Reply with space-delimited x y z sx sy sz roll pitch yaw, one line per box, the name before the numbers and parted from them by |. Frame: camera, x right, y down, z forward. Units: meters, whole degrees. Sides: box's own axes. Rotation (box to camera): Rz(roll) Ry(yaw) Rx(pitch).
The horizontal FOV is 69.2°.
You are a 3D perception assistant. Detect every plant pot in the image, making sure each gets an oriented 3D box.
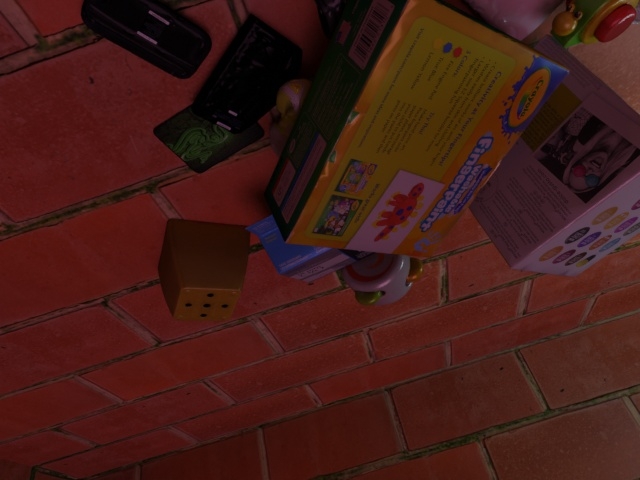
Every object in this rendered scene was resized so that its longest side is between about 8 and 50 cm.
plant pot | -0.297 0.092 1.199 0.212 0.187 0.212 5 137 -24

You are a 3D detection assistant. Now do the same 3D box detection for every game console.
game console | -0.218 -0.338 0.822 0.361 0.044 0.213 22 125 -37

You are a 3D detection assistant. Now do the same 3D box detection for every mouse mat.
mouse mat | -0.232 -0.227 0.980 0.190 0.007 0.152 -26 140 15

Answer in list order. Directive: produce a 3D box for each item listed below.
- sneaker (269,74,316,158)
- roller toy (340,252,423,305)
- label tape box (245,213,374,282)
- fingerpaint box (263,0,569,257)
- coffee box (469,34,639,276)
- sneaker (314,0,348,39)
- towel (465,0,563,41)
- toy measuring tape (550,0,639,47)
sneaker | -0.030 -0.247 0.956 0.126 0.091 0.240 -34 171 -21
roller toy | 0.169 0.082 1.338 0.209 0.191 0.146 -39 139 2
label tape box | 0.000 0.000 1.163 0.241 0.105 0.334 -26 162 13
fingerpaint box | 0.154 -0.192 0.854 0.371 0.163 0.444 6 128 -32
coffee box | 0.517 -0.154 1.003 0.338 0.338 0.334 8 136 -42
sneaker | 0.057 -0.444 0.733 0.147 0.104 0.295 -15 146 -9
towel | 0.355 -0.535 0.768 0.332 0.053 0.317 19 129 -36
toy measuring tape | 0.565 -0.445 0.865 0.330 0.121 0.121 -22 144 -19
